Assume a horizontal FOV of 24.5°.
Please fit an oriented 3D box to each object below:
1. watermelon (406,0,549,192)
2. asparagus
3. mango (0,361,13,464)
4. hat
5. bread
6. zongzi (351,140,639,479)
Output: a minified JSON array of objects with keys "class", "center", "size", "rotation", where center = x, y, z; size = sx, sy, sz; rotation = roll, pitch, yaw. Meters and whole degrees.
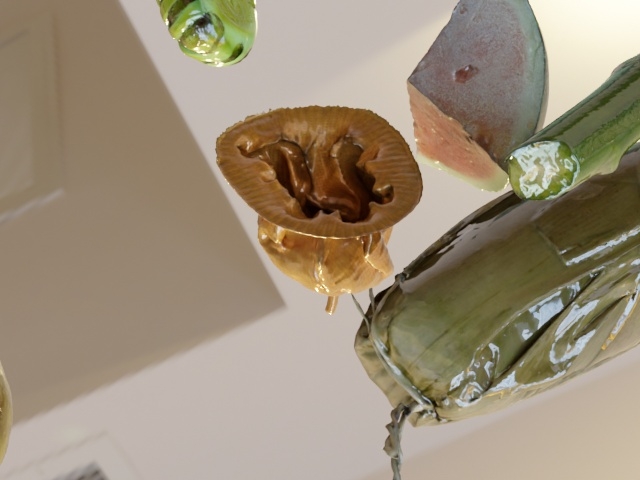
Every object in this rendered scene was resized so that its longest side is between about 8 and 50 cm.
[{"class":"watermelon","center":[0.195,-0.180,1.833],"size":[0.176,0.260,0.256],"rotation":[0,-108,9]},{"class":"asparagus","center":[0.260,-0.114,1.249],"size":[0.067,0.060,0.277],"rotation":[45,-125,10]},{"class":"mango","center":[-0.435,0.123,1.463],"size":[0.175,0.329,0.176],"rotation":[-48,167,27]},{"class":"hat","center":[0.000,0.000,1.718],"size":[0.244,0.233,0.233],"rotation":[5,-138,9]},{"class":"bread","center":[-0.116,-0.236,1.487],"size":[0.071,0.130,0.139],"rotation":[-26,-114,23]},{"class":"zongzi","center":[0.266,0.004,1.475],"size":[0.500,0.218,0.467],"rotation":[-23,163,-47]}]
